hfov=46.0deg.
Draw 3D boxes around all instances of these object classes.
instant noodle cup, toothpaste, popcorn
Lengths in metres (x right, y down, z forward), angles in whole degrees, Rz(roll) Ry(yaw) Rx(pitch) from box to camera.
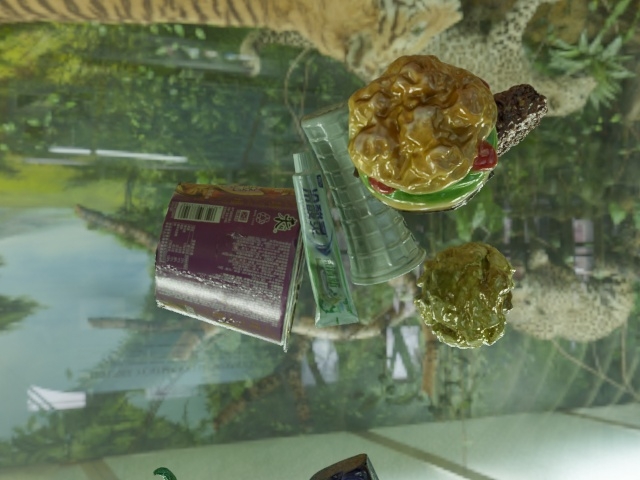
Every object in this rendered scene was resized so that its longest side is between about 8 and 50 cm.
[{"bbox_3d":[-0.164,0.035,1.465,0.266,0.339,0.340,9,179,1],"label":"instant noodle cup"},{"bbox_3d":[0.000,0.000,1.244,0.075,0.296,0.048,-10,-172,8],"label":"toothpaste"},{"bbox_3d":[0.341,0.125,1.730,0.249,0.249,0.225,-2,170,32],"label":"popcorn"}]

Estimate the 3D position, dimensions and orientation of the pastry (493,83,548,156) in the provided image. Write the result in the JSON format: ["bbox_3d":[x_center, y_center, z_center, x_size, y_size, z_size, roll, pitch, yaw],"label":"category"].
[{"bbox_3d":[0.358,-0.236,1.495,0.208,0.097,0.115,-37,159,-20],"label":"pastry"}]

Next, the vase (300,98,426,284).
[{"bbox_3d":[0.069,-0.088,1.294,0.143,0.298,0.143,-19,-164,6],"label":"vase"}]

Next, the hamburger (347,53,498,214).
[{"bbox_3d":[0.145,-0.160,1.069,0.237,0.237,0.149,-1,160,14],"label":"hamburger"}]

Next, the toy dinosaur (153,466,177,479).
[{"bbox_3d":[-0.173,0.332,0.890,0.059,0.132,0.096,-36,145,25],"label":"toy dinosaur"}]

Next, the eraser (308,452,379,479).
[{"bbox_3d":[0.093,0.612,1.526,0.155,0.332,0.101,-24,-176,8],"label":"eraser"}]
